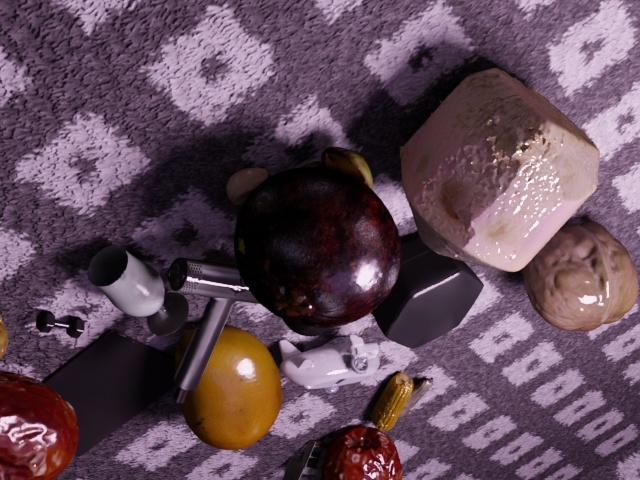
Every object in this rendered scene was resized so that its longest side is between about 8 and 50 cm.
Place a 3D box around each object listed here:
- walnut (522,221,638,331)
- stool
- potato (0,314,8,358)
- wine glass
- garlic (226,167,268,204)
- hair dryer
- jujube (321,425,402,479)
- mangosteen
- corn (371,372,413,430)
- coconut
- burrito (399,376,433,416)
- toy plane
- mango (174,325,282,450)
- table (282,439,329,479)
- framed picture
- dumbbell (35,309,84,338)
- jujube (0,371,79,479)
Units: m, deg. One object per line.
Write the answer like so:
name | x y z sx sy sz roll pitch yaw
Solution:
walnut | 0.576 0.086 1.912 0.248 0.248 0.248 -17 142 -14
stool | 0.205 0.102 1.769 0.232 0.141 0.232 -20 141 -17
potato | -0.560 0.179 1.439 0.096 0.103 0.066 -29 140 5
wine glass | -0.313 0.087 1.486 0.093 0.093 0.202 -31 142 5
garlic | -0.129 -0.090 1.435 0.053 0.041 0.083 -3 145 -48
hair dryer | -0.157 0.145 1.584 0.320 0.155 0.284 3 131 -35
jujube | 0.111 0.612 2.234 0.213 0.213 0.232 -9 117 -22
mangosteen | 0.000 0.000 1.411 0.288 0.288 0.288 -17 142 -14
corn | 0.179 0.410 2.182 0.068 0.068 0.207 -6 136 -26
coconut | 0.283 -0.103 1.461 0.297 0.297 0.309 17 120 -43
burrito | 0.236 0.404 2.230 0.051 0.042 0.171 -5 140 -41
toy plane | 0.021 0.263 1.883 0.245 0.117 0.244 -15 157 -6
mango | -0.188 0.290 1.743 0.211 0.173 0.317 -21 131 -7
table | -0.017 0.608 2.292 0.146 0.062 0.175 22 89 -45
framed picture | -0.454 0.315 1.735 0.339 0.014 0.255 -37 141 12
dumbbell | -0.456 0.147 1.517 0.083 0.040 0.036 19 93 -44
jujube | -0.586 0.333 1.524 0.223 0.223 0.318 -39 137 16
